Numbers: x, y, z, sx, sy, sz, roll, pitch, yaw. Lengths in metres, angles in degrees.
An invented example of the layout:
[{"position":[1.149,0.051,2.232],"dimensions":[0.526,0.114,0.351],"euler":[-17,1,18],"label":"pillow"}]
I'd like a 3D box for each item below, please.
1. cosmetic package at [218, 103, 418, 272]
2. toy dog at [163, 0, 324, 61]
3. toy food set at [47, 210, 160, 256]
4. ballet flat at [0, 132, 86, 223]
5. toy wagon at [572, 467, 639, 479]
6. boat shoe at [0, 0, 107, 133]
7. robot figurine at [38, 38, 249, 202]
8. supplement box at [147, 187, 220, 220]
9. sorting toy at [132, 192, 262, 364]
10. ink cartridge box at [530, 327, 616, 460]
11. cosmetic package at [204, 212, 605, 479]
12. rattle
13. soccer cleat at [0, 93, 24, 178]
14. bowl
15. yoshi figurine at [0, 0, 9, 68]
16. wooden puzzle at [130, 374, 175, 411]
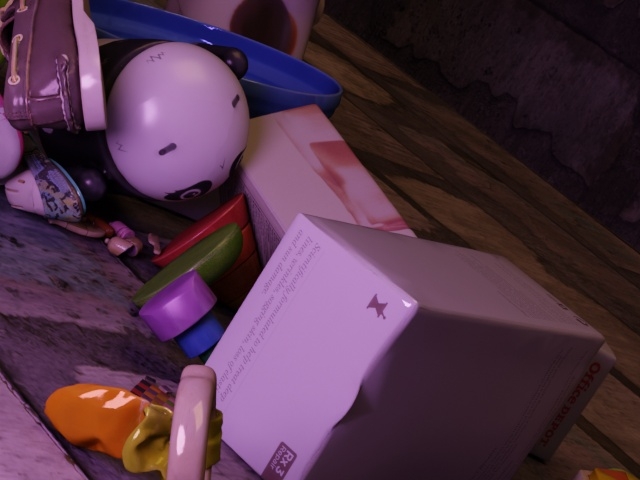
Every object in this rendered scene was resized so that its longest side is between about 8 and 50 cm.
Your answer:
[{"position":[0.000,0.000,1.862],"dimensions":[0.129,0.153,0.296],"euler":[-15,42,-17],"label":"cosmetic package"},{"position":[-0.107,-0.354,2.482],"dimensions":[0.285,0.408,0.395],"euler":[27,14,-18],"label":"toy dog"},{"position":[-0.228,-0.008,1.822],"dimensions":[0.122,0.019,0.078],"euler":[20,16,-15],"label":"toy food set"},{"position":[-0.300,-0.062,1.780],"dimensions":[0.070,0.070,0.188],"euler":[21,13,-37],"label":"ballet flat"},{"position":[0.408,0.354,1.807],"dimensions":[0.344,0.068,0.267],"euler":[29,14,-8],"label":"toy wagon"},{"position":[-0.276,-0.207,1.754],"dimensions":[0.097,0.116,0.324],"euler":[-8,36,-8],"label":"boat shoe"},{"position":[-0.193,-0.128,1.867],"dimensions":[0.174,0.209,0.278],"euler":[15,-3,-37],"label":"robot figurine"},{"position":[-0.191,-0.111,2.151],"dimensions":[0.130,0.073,0.239],"euler":[23,17,-35],"label":"supplement box"},{"position":[-0.099,0.061,1.731],"dimensions":[0.126,0.127,0.365],"euler":[54,9,-10],"label":"sorting toy"},{"position":[0.205,0.134,1.969],"dimensions":[0.208,0.153,0.087],"euler":[26,15,-16],"label":"ink cartridge box"},{"position":[0.080,0.119,1.627],"dimensions":[0.156,0.217,0.385],"euler":[41,14,32],"label":"cosmetic package"},{"position":[-0.137,0.177,1.256],"dimensions":[0.143,0.130,0.199],"euler":[18,43,-10],"label":"rattle"},{"position":[-0.442,-0.156,1.740],"dimensions":[0.331,0.116,0.143],"euler":[39,37,21],"label":"soccer cleat"},{"position":[-0.166,-0.214,2.168],"dimensions":[0.391,0.077,0.391],"euler":[18,13,-4],"label":"bowl"},{"position":[-0.403,-0.315,1.877],"dimensions":[0.203,0.203,0.362],"euler":[28,-16,14],"label":"yoshi figurine"},{"position":[-0.140,0.140,1.503],"dimensions":[0.049,0.006,0.083],"euler":[32,13,3],"label":"wooden puzzle"}]
